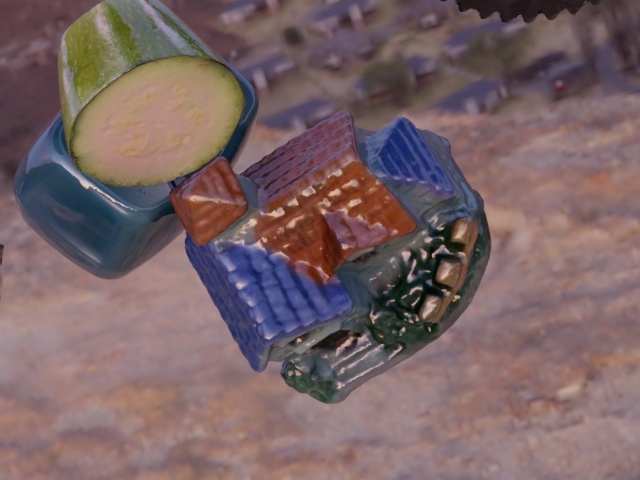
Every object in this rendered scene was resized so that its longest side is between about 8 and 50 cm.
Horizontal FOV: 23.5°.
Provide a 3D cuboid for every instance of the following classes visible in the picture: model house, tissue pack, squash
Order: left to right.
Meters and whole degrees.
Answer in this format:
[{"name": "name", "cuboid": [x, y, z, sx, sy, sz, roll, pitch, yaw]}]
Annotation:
[{"name": "tissue pack", "cuboid": [-0.218, -0.093, 1.799, 0.287, 0.198, 0.206, -52, 0, -36]}, {"name": "squash", "cuboid": [-0.168, -0.140, 1.408, 0.170, 0.170, 0.123, -24, 61, -14]}, {"name": "model house", "cuboid": [0.000, 0.000, 1.661, 0.295, 0.252, 0.329, -32, -21, 16]}]

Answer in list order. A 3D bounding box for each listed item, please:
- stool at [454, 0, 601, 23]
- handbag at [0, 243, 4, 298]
[{"name": "stool", "cuboid": [0.184, -0.411, 1.595, 0.297, 0.297, 0.330, -19, 25, 1]}, {"name": "handbag", "cuboid": [-0.397, 0.162, 1.510, 0.075, 0.332, 0.191, 24, 16, 4]}]
